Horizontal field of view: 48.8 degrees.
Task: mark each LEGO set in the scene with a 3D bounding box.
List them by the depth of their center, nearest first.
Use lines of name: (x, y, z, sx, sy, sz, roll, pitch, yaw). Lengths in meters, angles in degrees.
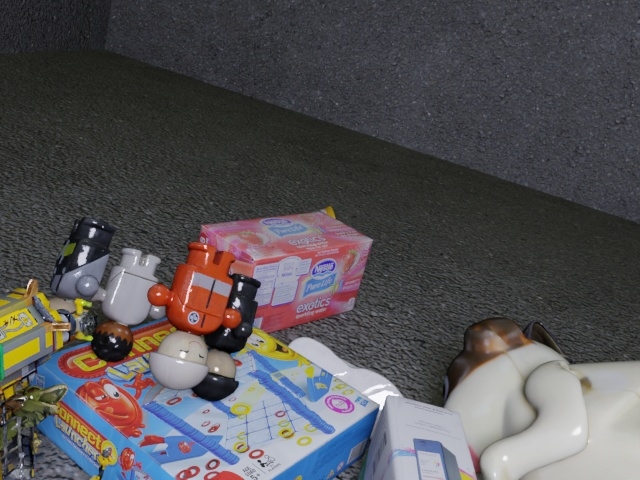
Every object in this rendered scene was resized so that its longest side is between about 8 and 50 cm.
LEGO set: (-0.290, 0.152, 0.634, 0.254, 0.332, 0.192, 0, 13, 20)

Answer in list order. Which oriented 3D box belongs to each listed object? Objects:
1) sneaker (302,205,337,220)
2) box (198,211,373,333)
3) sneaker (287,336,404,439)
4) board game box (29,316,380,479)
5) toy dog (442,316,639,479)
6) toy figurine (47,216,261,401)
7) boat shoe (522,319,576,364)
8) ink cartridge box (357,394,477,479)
sneaker: (0.000, 0.000, 1.538, 0.092, 0.088, 0.225, -9, 24, -6)
box: (-0.066, 0.051, 1.233, 0.142, 0.154, 0.300, 31, 26, 35)
sneaker: (0.044, 0.217, 1.012, 0.212, 0.080, 0.094, 36, -15, 17)
board game box: (-0.135, 0.210, 0.866, 0.302, 0.086, 0.308, 27, 24, 28)
toy dog: (0.323, 0.223, 0.834, 0.407, 0.285, 0.395, 7, 41, 44)
toy figurine: (-0.181, 0.081, 0.766, 0.209, 0.148, 0.213, 13, -13, 8)
boat shoe: (0.384, 0.229, 1.178, 0.102, 0.092, 0.285, 14, 21, -7)
ink cartridge box: (0.094, 0.288, 0.730, 0.093, 0.154, 0.212, 16, 20, -2)
